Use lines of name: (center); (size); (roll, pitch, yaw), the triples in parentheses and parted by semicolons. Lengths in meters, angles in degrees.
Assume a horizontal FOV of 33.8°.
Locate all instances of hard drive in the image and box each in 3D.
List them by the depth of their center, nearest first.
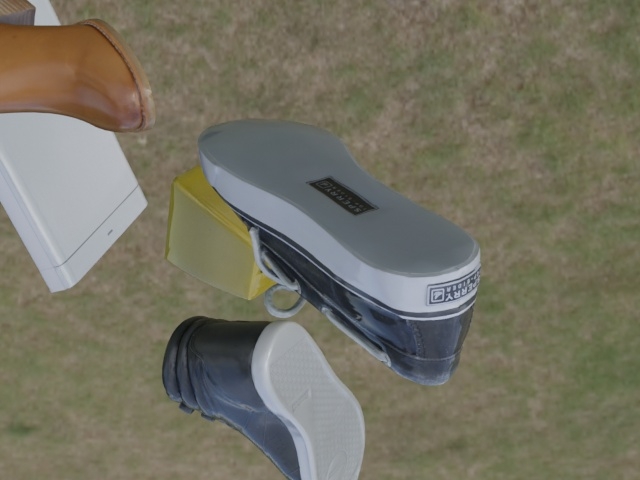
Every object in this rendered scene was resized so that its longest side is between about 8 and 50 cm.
hard drive: (-0.357, -0.143, 1.354); (0.047, 0.233, 0.353); (-12, 115, 26)

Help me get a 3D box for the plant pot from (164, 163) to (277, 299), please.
plant pot: (-0.130, -0.023, 1.868); (0.212, 0.187, 0.212); (-32, 152, -35)

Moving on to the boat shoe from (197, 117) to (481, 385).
boat shoe: (0.004, -0.001, 0.766); (0.113, 0.306, 0.105); (-19, 124, -32)

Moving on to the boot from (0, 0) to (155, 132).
boot: (-0.309, -0.143, 0.958); (0.283, 0.220, 0.109); (35, 135, 26)

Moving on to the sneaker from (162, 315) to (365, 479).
sneaker: (-0.055, 0.168, 1.048); (0.146, 0.105, 0.296); (9, 144, 30)
